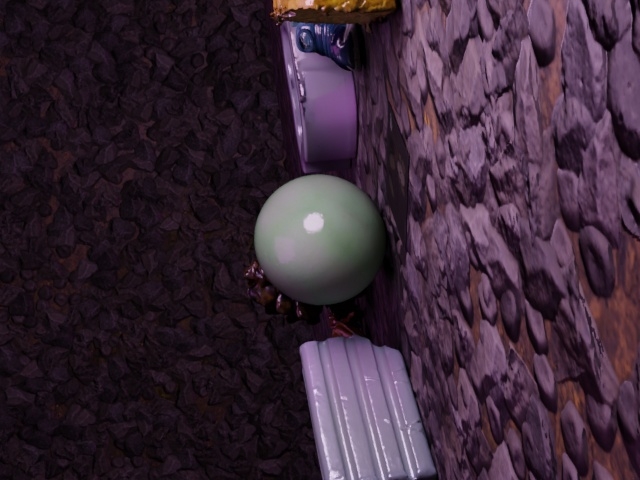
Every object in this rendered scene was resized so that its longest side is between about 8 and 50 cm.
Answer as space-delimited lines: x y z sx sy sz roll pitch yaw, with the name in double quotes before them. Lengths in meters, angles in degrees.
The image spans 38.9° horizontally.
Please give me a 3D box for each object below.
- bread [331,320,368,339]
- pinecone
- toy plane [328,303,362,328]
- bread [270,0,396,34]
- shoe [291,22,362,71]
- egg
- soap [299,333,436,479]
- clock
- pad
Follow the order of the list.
"bread" 0.068 0.219 1.943 0.111 0.044 0.083 38 142 40
"pinecone" -0.024 0.063 1.851 0.257 0.243 0.243 -42 49 44
"toy plane" 0.068 0.170 2.019 0.188 0.062 0.135 146 117 -69
"bread" 0.012 -0.363 1.231 0.260 0.160 0.147 -112 22 -81
"shoe" 0.011 -0.335 1.505 0.207 0.106 0.091 -118 18 -58
"egg" 0.000 0.000 1.525 0.269 0.220 0.220 -134 36 -71
"soap" 0.072 0.296 1.490 0.095 0.173 0.289 87 172 -47
"clock" -0.008 -0.303 1.771 0.338 0.102 0.338 172 90 -85
"pad" 0.113 -0.094 1.344 0.190 0.004 0.127 86 173 -45
